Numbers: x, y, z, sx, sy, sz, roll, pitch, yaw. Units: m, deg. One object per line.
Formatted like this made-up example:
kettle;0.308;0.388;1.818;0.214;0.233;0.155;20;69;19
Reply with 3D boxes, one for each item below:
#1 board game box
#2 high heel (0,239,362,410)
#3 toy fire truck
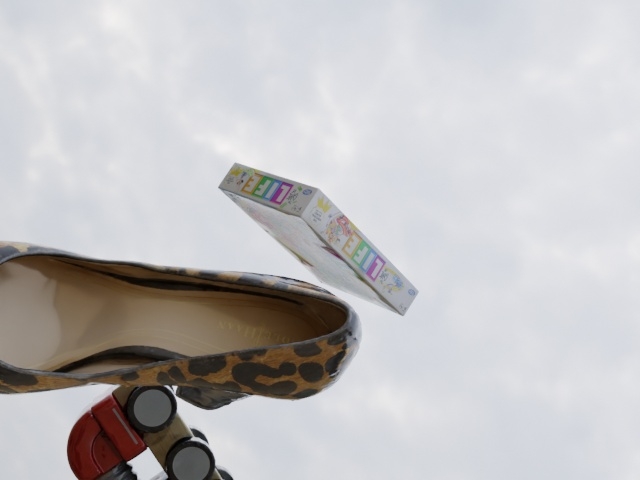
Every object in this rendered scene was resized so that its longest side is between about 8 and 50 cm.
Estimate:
board game box;0.000;0.000;0.759;0.103;0.026;0.154;20;-18;46
high heel;-0.114;0.032;0.513;0.261;0.093;0.186;20;-28;-28
toy fire truck;-0.244;0.300;1.131;0.217;0.246;0.158;57;-10;-5
